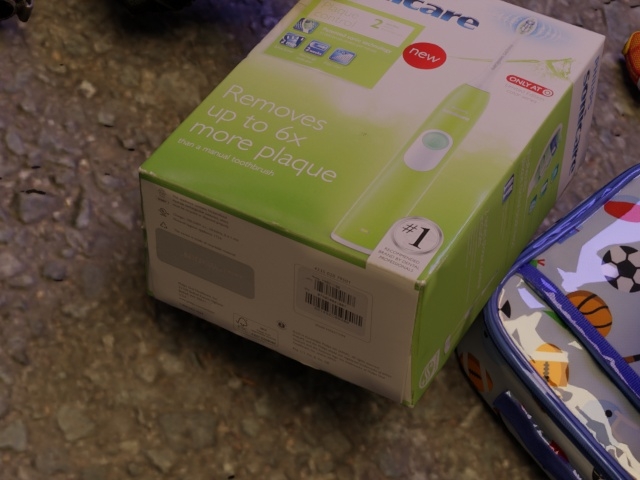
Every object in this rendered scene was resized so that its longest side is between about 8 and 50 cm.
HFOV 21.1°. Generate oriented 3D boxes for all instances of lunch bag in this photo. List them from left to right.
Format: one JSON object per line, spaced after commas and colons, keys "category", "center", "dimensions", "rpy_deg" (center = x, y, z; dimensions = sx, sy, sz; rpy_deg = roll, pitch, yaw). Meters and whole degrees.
{"category": "lunch bag", "center": [0.255, 0.111, 1.215], "dimensions": [0.243, 0.115, 0.303], "rpy_deg": [-35, 77, -27]}

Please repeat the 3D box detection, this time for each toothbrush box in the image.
{"category": "toothbrush box", "center": [0.039, -0.052, 1.166], "dimensions": [0.206, 0.122, 0.283], "rpy_deg": [23, 47, 20]}

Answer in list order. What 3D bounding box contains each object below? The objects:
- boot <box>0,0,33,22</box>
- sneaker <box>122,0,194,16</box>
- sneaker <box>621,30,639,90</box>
{"category": "boot", "center": [-0.335, -0.260, 1.225], "dimensions": [0.263, 0.091, 0.229], "rpy_deg": [4, 62, -18]}
{"category": "sneaker", "center": [-0.083, -0.216, 1.235], "dimensions": [0.286, 0.109, 0.130], "rpy_deg": [10, 65, 34]}
{"category": "sneaker", "center": [0.330, -0.155, 1.403], "dimensions": [0.175, 0.064, 0.067], "rpy_deg": [-3, 55, -22]}
